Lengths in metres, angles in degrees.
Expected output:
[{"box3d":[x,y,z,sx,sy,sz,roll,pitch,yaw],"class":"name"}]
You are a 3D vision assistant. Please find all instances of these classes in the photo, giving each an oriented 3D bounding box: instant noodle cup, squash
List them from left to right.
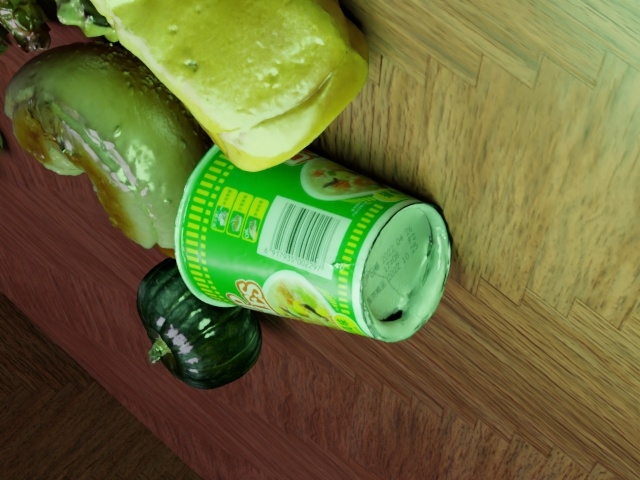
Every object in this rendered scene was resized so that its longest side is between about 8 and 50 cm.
[{"box3d":[-0.183,0.120,1.912,0.218,0.172,0.218,-20,-90,-89],"class":"squash"},{"box3d":[0.000,0.000,1.304,0.232,0.207,0.207,18,148,39],"class":"instant noodle cup"}]

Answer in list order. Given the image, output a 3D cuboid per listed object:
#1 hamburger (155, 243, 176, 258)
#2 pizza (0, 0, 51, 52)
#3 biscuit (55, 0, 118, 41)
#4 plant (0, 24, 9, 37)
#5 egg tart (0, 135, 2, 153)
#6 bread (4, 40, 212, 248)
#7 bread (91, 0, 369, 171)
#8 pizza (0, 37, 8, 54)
[{"box3d":[-0.190,-0.031,1.750,0.137,0.087,0.166,52,161,-20],"class":"hamburger"},{"box3d":[-0.420,-0.343,1.642,0.226,0.069,0.147,54,180,-16],"class":"pizza"},{"box3d":[-0.233,-0.295,1.217,0.187,0.036,0.274,7,-127,-61],"class":"biscuit"},{"box3d":[-0.570,-0.291,1.713,0.233,0.178,0.204,-12,150,25],"class":"plant"},{"box3d":[-0.697,-0.163,2.354,0.090,0.212,0.213,-102,-10,-46],"class":"egg tart"},{"box3d":[-0.254,-0.149,1.524,0.314,0.171,0.192,35,156,25],"class":"bread"},{"box3d":[-0.094,-0.212,1.092,0.294,0.167,0.132,49,-176,-14],"class":"bread"},{"box3d":[-0.601,-0.312,1.870,0.056,0.271,0.134,-104,16,-47],"class":"pizza"}]
